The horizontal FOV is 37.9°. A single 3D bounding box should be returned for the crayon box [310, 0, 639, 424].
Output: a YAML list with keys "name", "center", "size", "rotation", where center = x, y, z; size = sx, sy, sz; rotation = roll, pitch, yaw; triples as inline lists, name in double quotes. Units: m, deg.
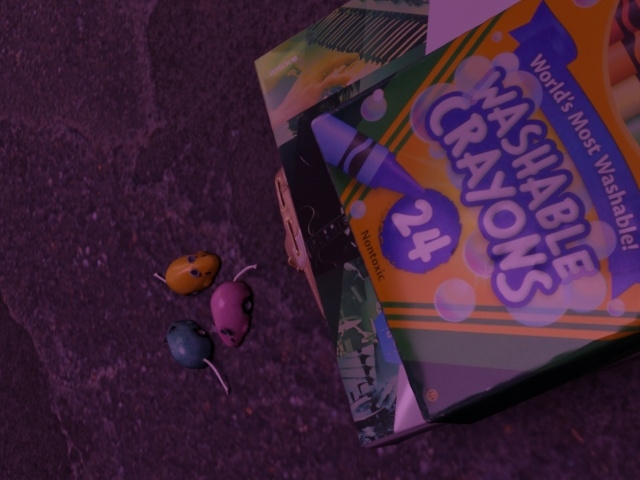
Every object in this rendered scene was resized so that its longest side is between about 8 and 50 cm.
- name: "crayon box"
  center: [0.174, -0.050, 0.532]
  size: [0.322, 0.083, 0.203]
  rotation: [-28, 68, 18]

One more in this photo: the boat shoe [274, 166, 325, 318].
- name: "boat shoe"
  center: [0.000, 0.000, 0.776]
  size: [0.059, 0.063, 0.170]
  rotation: [-36, 55, 38]

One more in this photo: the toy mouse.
- name: "toy mouse"
  center: [-0.112, 0.078, 0.890]
  size: [0.161, 0.031, 0.143]
  rotation: [-23, 72, 40]

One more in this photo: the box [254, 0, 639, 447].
- name: "box"
  center: [0.091, -0.042, 0.663]
  size: [0.232, 0.058, 0.322]
  rotation: [-26, 67, 26]
